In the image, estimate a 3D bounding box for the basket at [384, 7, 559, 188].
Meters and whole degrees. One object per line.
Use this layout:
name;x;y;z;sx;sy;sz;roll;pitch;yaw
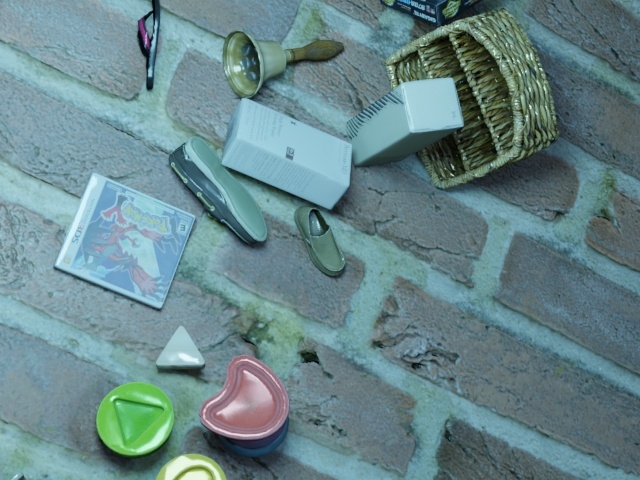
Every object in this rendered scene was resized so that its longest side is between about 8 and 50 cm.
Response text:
basket;0.301;-0.278;2.146;0.223;0.213;0.299;-20;88;-24

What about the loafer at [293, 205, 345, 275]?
loafer;0.000;0.000;2.065;0.056;0.050;0.148;-34;94;-23

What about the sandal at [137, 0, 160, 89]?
sandal;-0.316;-0.365;2.001;0.040;0.067;0.179;6;81;-9

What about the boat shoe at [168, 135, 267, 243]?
boat shoe;-0.185;-0.082;2.000;0.228;0.068;0.081;53;27;-9

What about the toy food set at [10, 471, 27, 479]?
toy food set;-0.456;0.554;1.760;0.306;0.092;0.220;47;67;-7

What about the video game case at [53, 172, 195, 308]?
video game case;-0.343;0.001;1.944;0.201;0.023;0.183;24;73;-16

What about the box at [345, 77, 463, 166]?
box;0.150;-0.215;2.041;0.113;0.275;0.094;-9;84;-23

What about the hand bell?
hand bell;-0.052;-0.352;2.094;0.242;0.126;0.126;-16;86;-35

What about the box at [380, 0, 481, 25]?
box;0.252;-0.518;2.198;0.220;0.175;0.051;-35;134;-24

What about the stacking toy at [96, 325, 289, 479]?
stacking toy;-0.220;0.331;1.916;0.279;0.130;0.309;35;64;16

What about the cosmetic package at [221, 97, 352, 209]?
cosmetic package;-0.060;-0.160;2.032;0.231;0.085;0.117;20;46;-17
